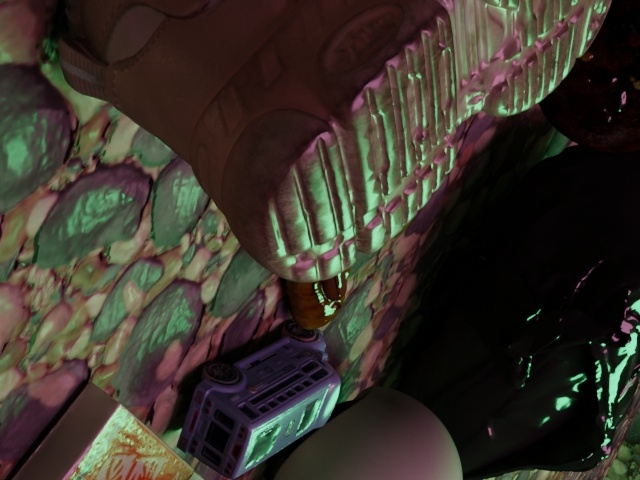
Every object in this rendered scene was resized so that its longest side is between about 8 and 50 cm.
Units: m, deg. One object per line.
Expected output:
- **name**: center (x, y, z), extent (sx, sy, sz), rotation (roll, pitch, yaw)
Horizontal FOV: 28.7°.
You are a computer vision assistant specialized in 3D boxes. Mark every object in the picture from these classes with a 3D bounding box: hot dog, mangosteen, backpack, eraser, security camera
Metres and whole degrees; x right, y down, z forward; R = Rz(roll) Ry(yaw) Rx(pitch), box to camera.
- **hot dog**: center (0.000, 0.000, 0.983), extent (0.066, 0.047, 0.215), rotation (-49, 155, -28)
- **mangosteen**: center (0.289, -0.171, 1.225), extent (0.184, 0.172, 0.172), rotation (-53, 166, -70)
- **backpack**: center (0.257, 0.107, 1.371), extent (0.363, 0.255, 0.445), rotation (-13, 146, -49)
- **eraser**: center (-0.167, 0.207, 0.910), extent (0.157, 0.038, 0.230), rotation (-53, 156, -14)
- **security camera**: center (0.044, 0.258, 1.217), extent (0.194, 0.194, 0.236), rotation (-25, 137, -53)

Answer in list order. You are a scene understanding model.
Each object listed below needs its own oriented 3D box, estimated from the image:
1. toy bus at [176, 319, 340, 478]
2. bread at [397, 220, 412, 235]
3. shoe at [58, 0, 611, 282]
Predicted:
- **toy bus**: center (-0.041, 0.130, 1.021), extent (0.167, 0.076, 0.073), rotation (-24, 139, -53)
- **bread**: center (0.038, -0.097, 0.837), extent (0.213, 0.105, 0.213), rotation (12, 90, -82)
- **shoe**: center (0.029, -0.155, 0.654), extent (0.351, 0.198, 0.172), rotation (-43, 154, -27)
